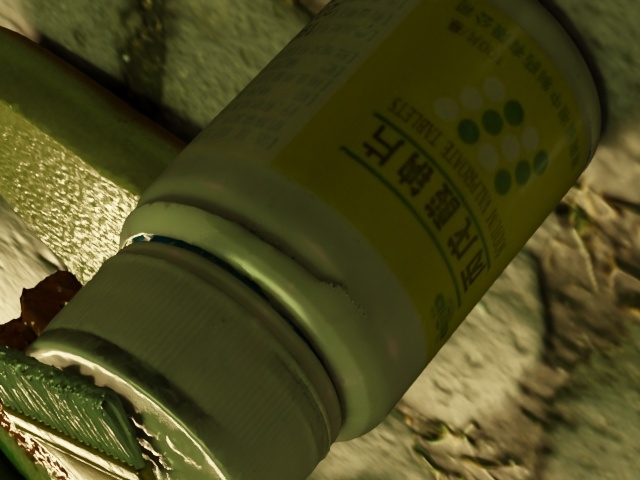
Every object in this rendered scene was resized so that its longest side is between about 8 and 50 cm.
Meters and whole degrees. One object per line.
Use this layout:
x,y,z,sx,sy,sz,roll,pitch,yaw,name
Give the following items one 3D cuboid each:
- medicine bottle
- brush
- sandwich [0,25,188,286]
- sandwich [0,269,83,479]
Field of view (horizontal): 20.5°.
0.000,0.000,0.767,0.143,0.258,0.143,32,152,20,medicine bottle
-0.084,0.119,0.754,0.083,0.011,0.205,19,145,34,brush
-0.144,-0.016,1.168,0.212,0.063,0.245,35,151,25,sandwich
-0.183,0.135,1.352,0.292,0.109,0.212,21,128,44,sandwich
